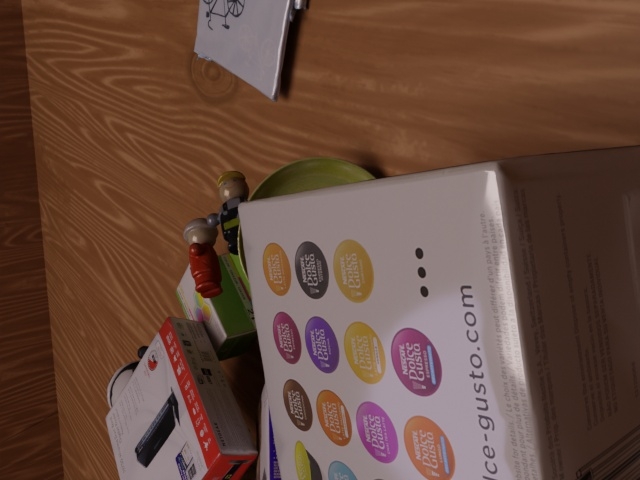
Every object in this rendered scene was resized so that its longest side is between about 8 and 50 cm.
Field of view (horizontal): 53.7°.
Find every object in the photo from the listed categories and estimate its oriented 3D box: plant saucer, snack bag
[{"bbox_3d":[0.000,0.000,0.926,0.037,0.240,0.241,178,80,-84],"label":"plant saucer"},{"bbox_3d":[-0.124,-0.444,1.099,0.323,0.037,0.343,39,128,41],"label":"snack bag"}]

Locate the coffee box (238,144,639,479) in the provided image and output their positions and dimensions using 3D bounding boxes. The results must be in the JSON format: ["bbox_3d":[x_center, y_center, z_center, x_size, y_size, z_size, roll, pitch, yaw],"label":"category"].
[{"bbox_3d":[0.164,0.095,0.612,0.334,0.338,0.338,-2,98,54],"label":"coffee box"}]

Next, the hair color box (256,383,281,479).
[{"bbox_3d":[-0.049,0.418,1.043,0.185,0.110,0.339,108,163,-54],"label":"hair color box"}]

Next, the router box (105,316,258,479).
[{"bbox_3d":[-0.280,0.370,1.206,0.301,0.082,0.335,-56,43,19],"label":"router box"}]

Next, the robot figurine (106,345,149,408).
[{"bbox_3d":[-0.451,0.406,1.651,0.278,0.209,0.174,-1,134,53],"label":"robot figurine"}]

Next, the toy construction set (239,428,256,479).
[{"bbox_3d":[-0.168,0.478,1.304,0.308,0.257,0.238,13,93,64],"label":"toy construction set"}]

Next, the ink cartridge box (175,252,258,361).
[{"bbox_3d":[-0.190,0.107,1.289,0.189,0.097,0.255,61,141,22],"label":"ink cartridge box"}]

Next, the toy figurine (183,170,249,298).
[{"bbox_3d":[-0.109,-0.006,1.062,0.209,0.212,0.148,-50,44,43],"label":"toy figurine"}]
